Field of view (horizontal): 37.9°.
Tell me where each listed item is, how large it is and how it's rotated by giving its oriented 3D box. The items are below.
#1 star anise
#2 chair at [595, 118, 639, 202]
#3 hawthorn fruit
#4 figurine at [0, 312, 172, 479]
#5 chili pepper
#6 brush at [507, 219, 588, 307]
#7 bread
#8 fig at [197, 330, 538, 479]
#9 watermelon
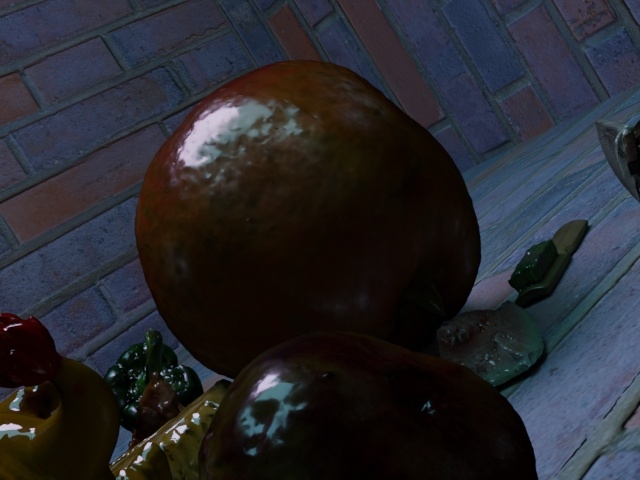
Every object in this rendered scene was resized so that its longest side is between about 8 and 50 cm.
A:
[{"bbox_3d":[-0.269,0.326,1.485,0.196,0.111,0.212,123,166,-50],"label":"star anise"},{"bbox_3d":[0.427,-0.098,1.044,0.186,0.160,0.319,-36,3,18],"label":"chair"},{"bbox_3d":[0.000,0.000,1.085,0.402,0.403,0.403,-32,4,2],"label":"hawthorn fruit"},{"bbox_3d":[-0.307,0.255,0.757,0.268,0.401,0.387,-28,17,50],"label":"figurine"},{"bbox_3d":[-0.300,0.260,1.640,0.165,0.174,0.261,-31,-29,-17],"label":"chili pepper"},{"bbox_3d":[0.315,0.016,1.280,0.054,0.048,0.282,-26,5,32],"label":"brush"},{"bbox_3d":[-0.165,0.279,1.047,0.253,0.142,0.227,-37,7,-26],"label":"bread"},{"bbox_3d":[-0.008,0.206,0.619,0.217,0.217,0.321,-37,-16,-53],"label":"fig"},{"bbox_3d":[0.188,0.108,0.980,0.101,0.080,0.155,-15,1,37],"label":"watermelon"}]
